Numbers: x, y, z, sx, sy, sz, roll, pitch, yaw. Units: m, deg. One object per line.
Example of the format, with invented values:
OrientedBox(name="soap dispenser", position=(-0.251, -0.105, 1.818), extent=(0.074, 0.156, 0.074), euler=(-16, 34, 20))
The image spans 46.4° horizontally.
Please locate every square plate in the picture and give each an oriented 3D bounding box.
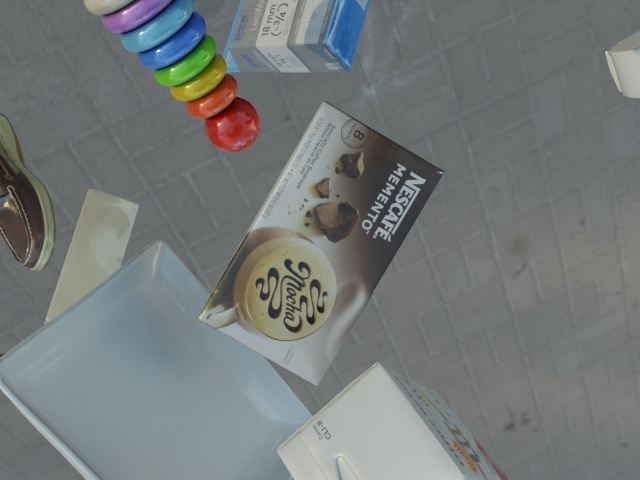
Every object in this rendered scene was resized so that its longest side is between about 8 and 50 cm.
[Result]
OrientedBox(name="square plate", position=(-0.172, 0.199, 0.889), extent=(0.049, 0.344, 0.347), euler=(-36, 98, 27))

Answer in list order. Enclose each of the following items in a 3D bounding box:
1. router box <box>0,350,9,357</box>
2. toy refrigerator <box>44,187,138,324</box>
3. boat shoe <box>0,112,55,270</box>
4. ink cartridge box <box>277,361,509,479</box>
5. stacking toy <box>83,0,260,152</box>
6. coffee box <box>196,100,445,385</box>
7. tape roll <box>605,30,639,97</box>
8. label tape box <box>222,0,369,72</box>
OrientedBox(name="router box", position=(-0.577, 0.259, 1.462), extent=(0.092, 0.038, 0.122), euler=(-21, 140, -6))
OrientedBox(name="toy refrigerator", position=(-0.448, 0.046, 1.465), extent=(0.102, 0.269, 0.094), euler=(18, 161, -18))
OrientedBox(name="boat shoe", position=(-0.556, -0.087, 1.263), extent=(0.123, 0.342, 0.123), euler=(-3, 144, -47))
OrientedBox(name="ink cartridge box", position=(0.073, 0.213, 0.693), extent=(0.127, 0.128, 0.176), euler=(-43, 149, 7))
OrientedBox(name="stacking toy", position=(-0.197, -0.271, 1.131), extent=(0.141, 0.141, 0.330), euler=(-34, 124, 6))
OrientedBox(name="coffee box", position=(0.000, 0.000, 0.917), extent=(0.168, 0.119, 0.297), euler=(31, 95, -3))
OrientedBox(name="tape roll", position=(0.587, -0.291, 0.990), extent=(0.392, 0.392, 0.072), euler=(-24, 101, -2))
OrientedBox(name="label tape box", position=(-0.074, -0.453, 1.444), extent=(0.106, 0.334, 0.240), euler=(32, 70, -54))
